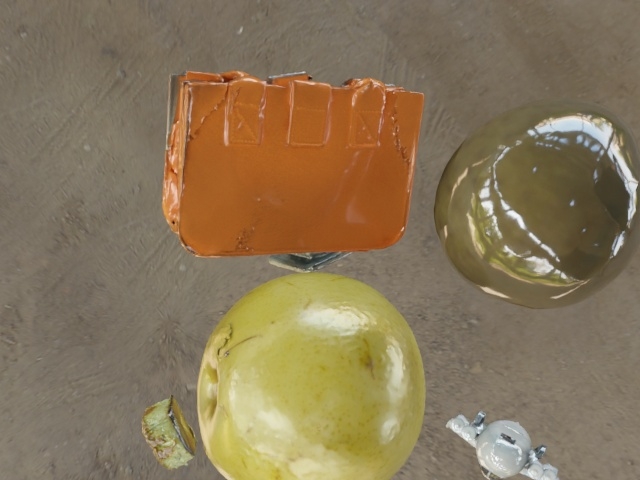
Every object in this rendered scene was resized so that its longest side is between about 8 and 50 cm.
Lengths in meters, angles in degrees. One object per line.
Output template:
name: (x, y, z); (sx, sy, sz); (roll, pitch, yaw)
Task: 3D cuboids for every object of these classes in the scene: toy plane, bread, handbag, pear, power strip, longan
toy plane: (0.397, 0.455, 1.671); (0.266, 0.267, 0.123); (26, 91, -7)
bread: (-0.294, 0.381, 1.510); (0.069, 0.140, 0.128); (-27, 101, -4)
handbag: (-0.046, -0.127, 1.271); (0.410, 0.116, 0.304); (-2, 111, -22)
pear: (-0.013, 0.212, 1.104); (0.348, 0.348, 0.348); (1, 84, -11)
power strip: (0.000, 0.000, 1.727); (0.213, 0.198, 0.065); (-23, 108, -30)
longan: (0.262, -0.045, 0.924); (0.258, 0.258, 0.258); (1, 84, -11)
